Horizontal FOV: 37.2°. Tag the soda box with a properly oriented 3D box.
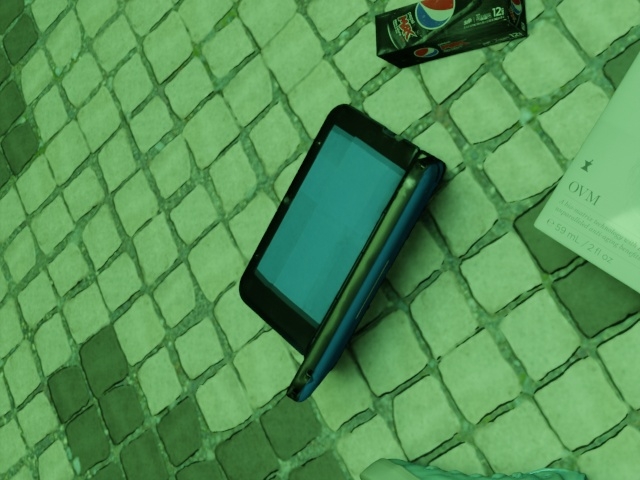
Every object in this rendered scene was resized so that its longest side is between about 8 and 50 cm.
[{"bbox_3d":[0.147,-0.247,1.093,0.169,0.060,0.053,-9,77,34],"label":"soda box"}]

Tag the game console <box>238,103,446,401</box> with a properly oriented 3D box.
[{"bbox_3d":[0.000,0.000,1.099,0.173,0.250,0.293,29,101,8],"label":"game console"}]

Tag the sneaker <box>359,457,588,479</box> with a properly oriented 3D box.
[{"bbox_3d":[0.198,0.289,0.958,0.366,0.150,0.135,19,137,49],"label":"sneaker"}]

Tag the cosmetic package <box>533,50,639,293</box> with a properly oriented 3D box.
[{"bbox_3d":[0.361,-0.044,0.865,0.224,0.138,0.225,37,102,33],"label":"cosmetic package"}]
